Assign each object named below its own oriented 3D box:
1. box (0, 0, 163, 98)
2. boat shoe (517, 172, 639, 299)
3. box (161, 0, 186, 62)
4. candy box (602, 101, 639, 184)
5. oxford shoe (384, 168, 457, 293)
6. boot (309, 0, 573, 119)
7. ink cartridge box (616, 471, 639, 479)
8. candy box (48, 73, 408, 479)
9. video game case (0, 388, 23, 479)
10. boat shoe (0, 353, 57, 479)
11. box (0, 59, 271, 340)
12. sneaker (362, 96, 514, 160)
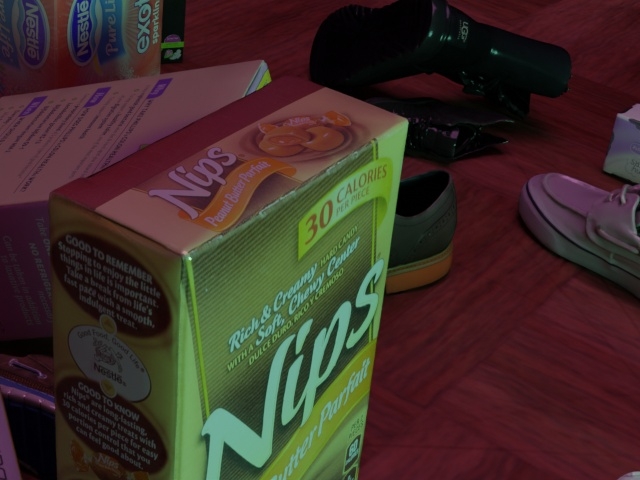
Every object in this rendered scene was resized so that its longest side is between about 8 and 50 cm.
[{"bbox_3d":[-0.245,-0.226,1.146,0.142,0.300,0.154,24,35,25],"label":"box"},{"bbox_3d":[0.286,-0.007,1.109,0.096,0.088,0.267,-14,38,-30],"label":"boat shoe"},{"bbox_3d":[-0.188,-0.247,1.394,0.062,0.083,0.052,-8,35,-23],"label":"box"},{"bbox_3d":[0.420,-0.098,1.299,0.165,0.070,0.196,30,38,31],"label":"candy box"},{"bbox_3d":[0.000,0.000,1.028,0.271,0.098,0.097,-18,41,-34],"label":"oxford shoe"},{"bbox_3d":[0.130,-0.192,1.366,0.207,0.094,0.246,16,-11,-32],"label":"boot"},{"bbox_3d":[0.244,0.231,0.696,0.139,0.082,0.191,1,44,-9],"label":"ink cartridge box"},{"bbox_3d":[-0.051,0.090,0.671,0.087,0.316,0.183,24,36,26],"label":"candy box"},{"bbox_3d":[-0.285,0.113,0.655,0.275,0.035,0.248,18,29,-38],"label":"video game case"},{"bbox_3d":[-0.193,0.110,0.844,0.183,0.066,0.066,20,33,19],"label":"boat shoe"},{"bbox_3d":[-0.165,-0.032,0.965,0.243,0.117,0.213,-6,29,15],"label":"box"},{"bbox_3d":[0.109,-0.114,1.277,0.170,0.051,0.089,-13,33,-35],"label":"sneaker"}]
